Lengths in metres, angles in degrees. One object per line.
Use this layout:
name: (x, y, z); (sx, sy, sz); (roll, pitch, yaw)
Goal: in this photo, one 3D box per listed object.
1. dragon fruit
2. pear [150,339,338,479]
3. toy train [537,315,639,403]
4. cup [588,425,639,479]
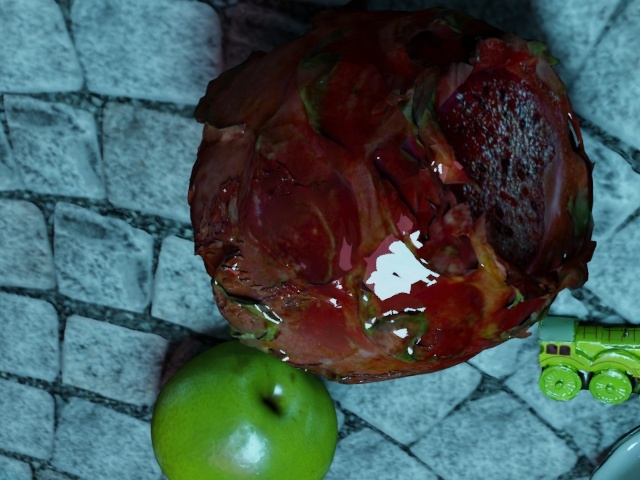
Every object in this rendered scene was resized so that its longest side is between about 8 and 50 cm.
dragon fruit: (0.049, -0.034, 1.061); (0.302, 0.295, 0.295); (-10, 124, 18)
pear: (-0.082, 0.190, 1.373); (0.180, 0.166, 0.216); (18, 153, -16)
toy train: (0.320, 0.114, 1.260); (0.250, 0.053, 0.085); (4, 123, 12)
cup: (0.386, 0.302, 1.313); (0.280, 0.196, 0.196); (42, 126, -10)
